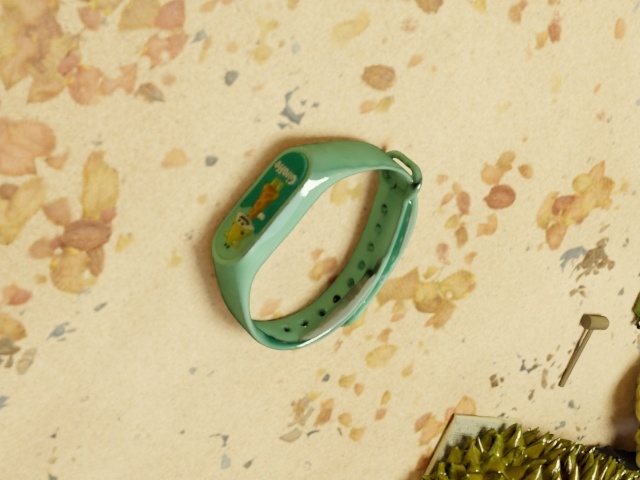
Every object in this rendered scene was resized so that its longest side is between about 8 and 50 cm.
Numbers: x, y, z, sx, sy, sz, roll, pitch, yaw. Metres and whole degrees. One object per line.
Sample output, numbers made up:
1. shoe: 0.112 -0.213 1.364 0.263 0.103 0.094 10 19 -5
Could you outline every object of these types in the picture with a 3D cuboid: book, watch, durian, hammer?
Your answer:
1. book: 0.177 0.302 1.582 0.127 0.014 0.181 12 109 -40
2. watch: 0.000 0.000 1.230 0.237 0.068 0.195 -52 134 5
3. durian: 0.270 0.346 1.558 0.394 0.163 0.198 -6 125 -33
4. hammer: 0.334 0.144 1.592 0.036 0.019 0.110 5 117 -37

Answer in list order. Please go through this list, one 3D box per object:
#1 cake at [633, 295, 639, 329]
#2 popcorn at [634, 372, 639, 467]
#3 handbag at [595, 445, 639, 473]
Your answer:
1. cake: 0.487 0.010 1.608 0.100 0.099 0.235 8 133 -39
2. popcorn: 0.510 0.238 1.676 0.218 0.169 0.189 6 108 -26
3. handbag: 0.424 0.403 1.782 0.223 0.080 0.246 12 111 -30
